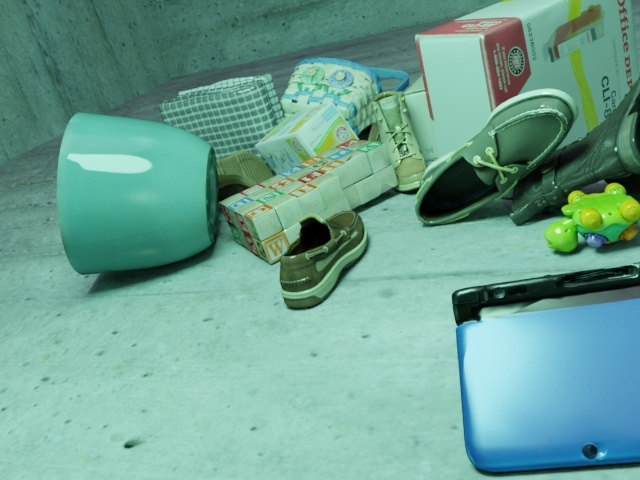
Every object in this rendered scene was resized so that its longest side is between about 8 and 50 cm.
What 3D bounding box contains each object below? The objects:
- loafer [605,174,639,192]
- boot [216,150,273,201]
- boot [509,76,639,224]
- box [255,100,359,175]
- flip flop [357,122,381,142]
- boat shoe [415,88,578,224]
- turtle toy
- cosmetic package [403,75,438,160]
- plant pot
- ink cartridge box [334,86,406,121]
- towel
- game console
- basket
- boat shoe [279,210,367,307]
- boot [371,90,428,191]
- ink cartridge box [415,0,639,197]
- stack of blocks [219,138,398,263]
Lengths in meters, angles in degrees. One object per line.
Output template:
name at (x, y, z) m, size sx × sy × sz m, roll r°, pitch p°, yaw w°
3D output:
loafer at (0.527, -0.127, 1.051) m, size 0.220 × 0.078 × 0.080 m, roll -8°, pitch 24°, yaw 25°
boot at (-0.241, -0.112, 1.552) m, size 0.207 × 0.090 × 0.248 m, roll -26°, pitch -13°, yaw 32°
boot at (0.400, -0.143, 1.080) m, size 0.229 × 0.091 × 0.263 m, roll -27°, pitch 18°, yaw 49°
box at (-0.030, -0.204, 1.508) m, size 0.114 × 0.103 × 0.203 m, roll -45°, pitch 19°, yaw -20°
flip flop at (0.103, -0.204, 1.537) m, size 0.277 × 0.080 × 0.112 m, roll -24°, pitch 19°, yaw -11°
boat shoe at (0.254, -0.114, 1.079) m, size 0.305 × 0.109 × 0.091 m, roll -37°, pitch 18°, yaw 50°
turtle toy at (0.360, -0.024, 0.947) m, size 0.130 × 0.066 × 0.095 m, roll -13°, pitch 21°, yaw 12°
cosmetic package at (0.291, -0.295, 1.533) m, size 0.129 × 0.153 × 0.296 m, roll -5°, pitch 26°, yaw 28°
plant pot at (-0.310, -0.082, 1.302) m, size 0.235 × 0.292 × 0.293 m, roll 1°, pitch 22°, yaw -1°
ink cartridge box at (0.153, -0.374, 1.943) m, size 0.239 × 0.060 × 0.275 m, roll -16°, pitch 22°, yaw 5°
towel at (-0.218, -0.241, 1.662) m, size 0.284 × 0.235 × 0.121 m, roll -8°, pitch 29°, yaw 20°
game console at (0.293, 0.113, 0.723) m, size 0.293 × 0.173 × 0.250 m, roll -9°, pitch -8°, yaw 17°
basket at (0.054, -0.346, 1.730) m, size 0.255 × 0.201 × 0.289 m, roll 12°, pitch 40°, yaw 22°
boat shoe at (0.007, -0.001, 1.104) m, size 0.095 × 0.095 × 0.257 m, roll -8°, pitch 24°, yaw 21°
boot at (0.151, -0.193, 1.366) m, size 0.077 × 0.165 × 0.213 m, roll -16°, pitch 23°, yaw 2°
ink cartridge box at (0.378, -0.281, 1.260) m, size 0.385 × 0.279 × 0.160 m, roll -29°, pitch 26°, yaw -27°
stack of blocks at (-0.011, -0.080, 1.296) m, size 0.297 × 0.087 × 0.171 m, roll -28°, pitch 23°, yaw -19°
